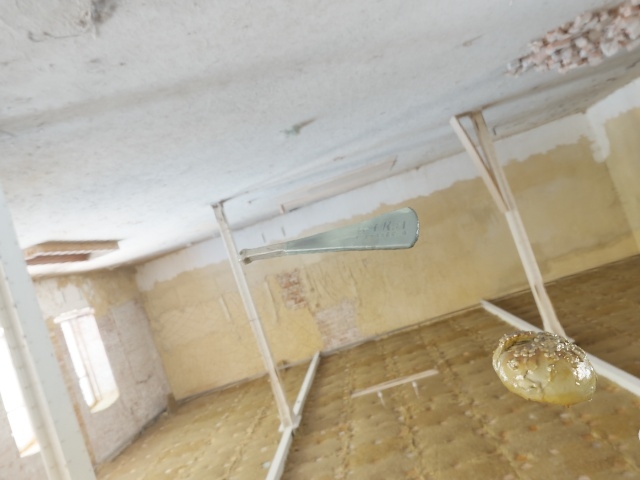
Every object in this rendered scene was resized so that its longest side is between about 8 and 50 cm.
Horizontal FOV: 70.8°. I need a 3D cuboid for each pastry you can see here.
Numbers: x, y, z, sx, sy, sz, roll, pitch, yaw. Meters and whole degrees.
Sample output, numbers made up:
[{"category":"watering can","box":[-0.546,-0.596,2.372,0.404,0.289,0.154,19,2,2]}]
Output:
[{"category":"pastry","box":[0.679,0.370,1.372,0.285,0.184,0.316,7,-177,19]}]

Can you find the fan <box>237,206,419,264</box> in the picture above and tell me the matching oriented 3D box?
[{"category":"fan","box":[0.000,0.000,0.628,0.282,0.057,0.023,-8,157,27]}]

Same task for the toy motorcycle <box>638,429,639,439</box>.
[{"category":"toy motorcycle","box":[0.981,0.473,1.241,0.254,0.113,0.112,-58,176,2]}]
